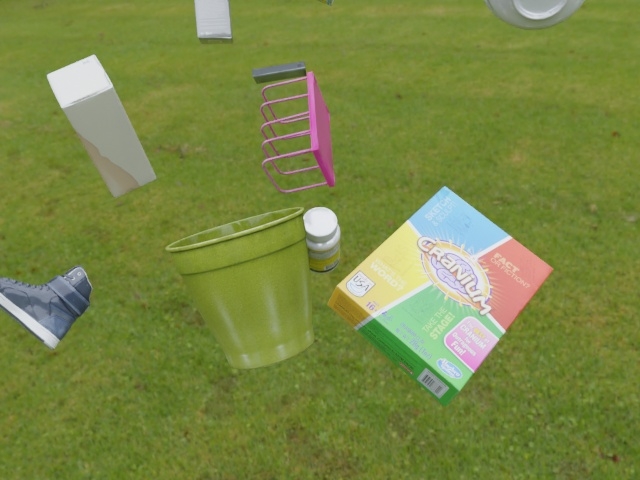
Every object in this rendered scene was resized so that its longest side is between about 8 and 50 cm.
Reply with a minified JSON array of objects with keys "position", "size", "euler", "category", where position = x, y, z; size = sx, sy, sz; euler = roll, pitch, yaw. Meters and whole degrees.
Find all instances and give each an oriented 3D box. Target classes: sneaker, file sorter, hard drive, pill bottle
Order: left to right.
[{"position":[-0.573,0.088,1.314],"size":[0.163,0.226,0.086],"euler":[-52,21,-22],"category":"sneaker"},{"position":[-0.105,-0.431,1.669],"size":[0.135,0.022,0.094],"euler":[-9,3,1],"category":"hard drive"},{"position":[-0.075,-0.320,1.982],"size":[0.182,0.202,0.291],"euler":[-10,61,12],"category":"file sorter"},{"position":[0.000,0.000,1.907],"size":[0.119,0.208,0.119],"euler":[0,58,1],"category":"pill bottle"}]

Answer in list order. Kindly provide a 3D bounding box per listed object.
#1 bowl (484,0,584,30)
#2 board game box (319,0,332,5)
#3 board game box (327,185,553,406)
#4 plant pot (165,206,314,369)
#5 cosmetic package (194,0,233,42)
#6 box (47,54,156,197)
[{"position":[0.547,-0.645,1.620],"size":[0.298,0.298,0.134],"euler":[-3,42,15],"category":"bowl"},{"position":[-0.076,-0.724,1.646],"size":[0.275,0.142,0.144],"euler":[20,6,-2],"category":"board game box"},{"position":[0.203,0.076,1.069],"size":[0.242,0.064,0.316],"euler":[40,55,14],"category":"board game box"},{"position":[-0.173,0.132,1.696],"size":[0.366,0.353,0.366],"euler":[-15,8,2],"category":"plant pot"},{"position":[-0.300,-0.676,1.809],"size":[0.107,0.238,0.127],"euler":[-1,10,-5],"category":"cosmetic package"},{"position":[-0.517,-0.266,1.560],"size":[0.121,0.311,0.148],"euler":[-27,54,-12],"category":"box"}]
